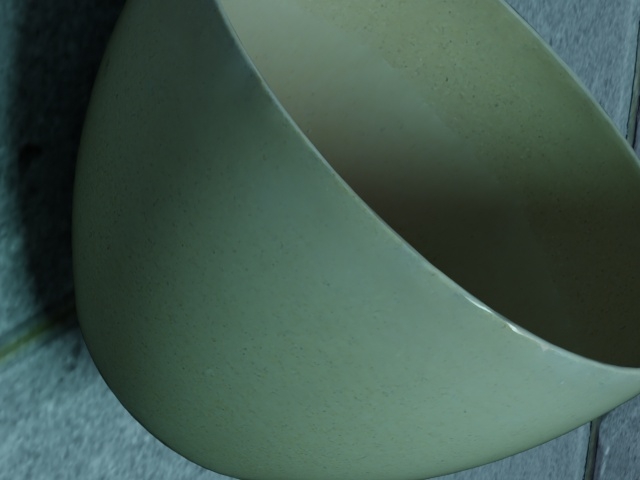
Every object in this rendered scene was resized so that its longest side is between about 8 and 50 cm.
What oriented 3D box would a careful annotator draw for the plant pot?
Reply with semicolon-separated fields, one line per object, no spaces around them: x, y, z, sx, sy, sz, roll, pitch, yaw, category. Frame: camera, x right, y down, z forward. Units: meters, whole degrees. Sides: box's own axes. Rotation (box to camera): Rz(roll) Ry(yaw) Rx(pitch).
0.000;0.000;0.777;0.191;0.284;0.284;-45;163;27;plant pot
